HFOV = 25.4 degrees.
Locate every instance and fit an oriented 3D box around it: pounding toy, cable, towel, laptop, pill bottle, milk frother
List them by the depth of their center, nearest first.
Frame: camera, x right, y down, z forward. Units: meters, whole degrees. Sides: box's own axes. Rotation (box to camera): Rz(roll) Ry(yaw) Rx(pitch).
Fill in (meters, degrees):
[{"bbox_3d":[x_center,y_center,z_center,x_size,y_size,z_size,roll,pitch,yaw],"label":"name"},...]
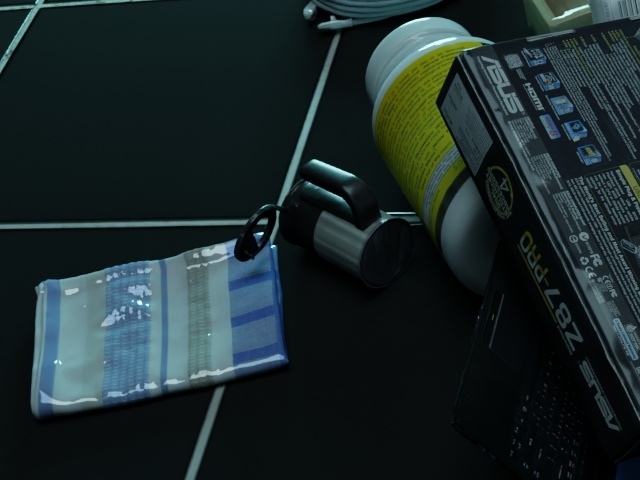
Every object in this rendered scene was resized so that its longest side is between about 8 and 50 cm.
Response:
[{"bbox_3d":[0.274,0.132,1.286,0.136,0.264,0.234,-33,25,41],"label":"laptop"},{"bbox_3d":[0.000,0.000,1.541,0.135,0.129,0.143,28,73,40],"label":"milk frother"},{"bbox_3d":[0.168,-0.104,1.545,0.188,0.188,0.334,-21,41,-6],"label":"pill bottle"},{"bbox_3d":[-0.180,0.090,1.557,0.285,0.034,0.209,-12,42,4],"label":"towel"},{"bbox_3d":[0.365,-0.267,1.732,0.181,0.094,0.206,-20,41,1],"label":"pounding toy"},{"bbox_3d":[0.094,-0.407,1.983,0.257,0.089,0.257,-9,41,8],"label":"cable"}]

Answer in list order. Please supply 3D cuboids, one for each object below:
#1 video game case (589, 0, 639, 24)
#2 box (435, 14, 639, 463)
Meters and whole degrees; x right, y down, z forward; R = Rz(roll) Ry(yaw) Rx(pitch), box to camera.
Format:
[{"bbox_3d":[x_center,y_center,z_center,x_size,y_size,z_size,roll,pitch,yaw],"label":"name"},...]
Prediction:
[{"bbox_3d":[0.470,-0.151,1.481,0.329,0.036,0.300,-10,82,6],"label":"video game case"},{"bbox_3d":[0.327,-0.026,1.310,0.318,0.097,0.395,-15,65,-19],"label":"box"}]
